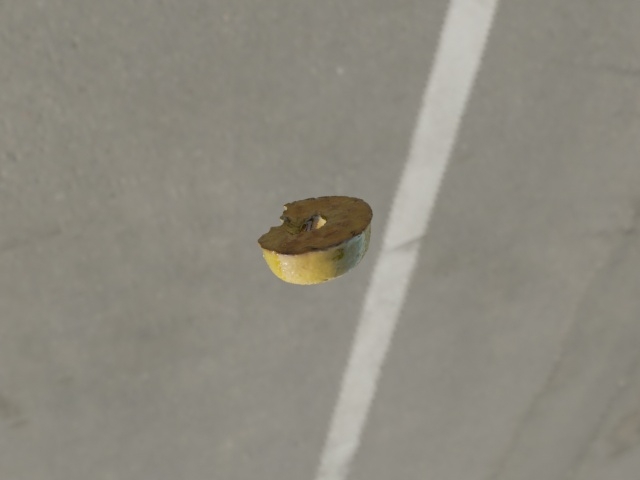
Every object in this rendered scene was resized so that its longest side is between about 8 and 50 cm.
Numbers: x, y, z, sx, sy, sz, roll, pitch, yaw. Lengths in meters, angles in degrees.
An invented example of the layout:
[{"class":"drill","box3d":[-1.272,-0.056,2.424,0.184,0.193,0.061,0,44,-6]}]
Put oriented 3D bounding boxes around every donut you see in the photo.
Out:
[{"class":"donut","box3d":[0.000,0.000,1.544,0.097,0.108,0.043,6,124,29]}]
